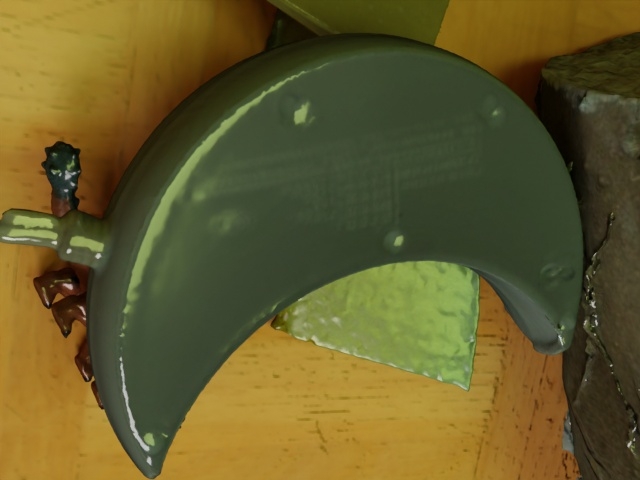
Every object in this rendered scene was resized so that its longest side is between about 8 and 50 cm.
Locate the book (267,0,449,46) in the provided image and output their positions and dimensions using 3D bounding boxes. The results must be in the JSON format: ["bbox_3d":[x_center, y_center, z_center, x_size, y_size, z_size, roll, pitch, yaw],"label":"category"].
[{"bbox_3d":[0.011,-0.188,0.388,0.168,0.013,0.192,27,77,-31],"label":"book"}]

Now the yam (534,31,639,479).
[{"bbox_3d":[0.240,0.057,0.484,0.241,0.241,0.348,-23,111,-21],"label":"yam"}]

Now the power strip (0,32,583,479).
[{"bbox_3d":[0.000,0.000,0.378,0.253,0.054,0.167,-10,107,-24],"label":"power strip"}]

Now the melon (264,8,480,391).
[{"bbox_3d":[0.014,-0.043,0.451,0.114,0.053,0.261,-13,107,-5],"label":"melon"}]

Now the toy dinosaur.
[{"bbox_3d":[-0.092,0.028,0.400,0.055,0.049,0.154,-24,119,-17],"label":"toy dinosaur"}]
